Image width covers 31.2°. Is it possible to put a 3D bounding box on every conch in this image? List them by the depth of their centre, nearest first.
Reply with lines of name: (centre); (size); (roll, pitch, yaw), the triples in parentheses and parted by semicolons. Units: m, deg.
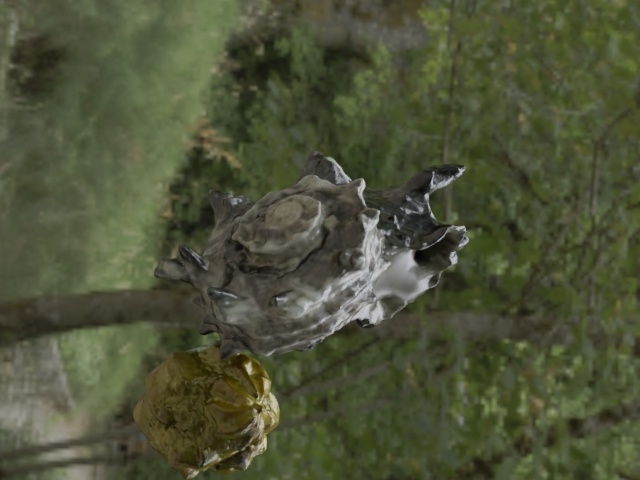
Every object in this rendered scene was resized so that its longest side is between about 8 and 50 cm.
conch: (0.005, 0.009, 1.091); (0.240, 0.313, 0.186); (5, -78, 64)

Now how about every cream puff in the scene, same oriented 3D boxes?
cream puff: (-0.101, 0.172, 1.092); (0.116, 0.146, 0.146); (-119, -149, -52)
